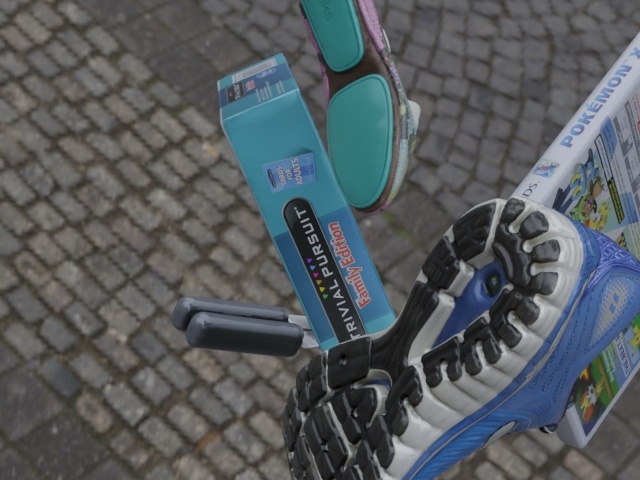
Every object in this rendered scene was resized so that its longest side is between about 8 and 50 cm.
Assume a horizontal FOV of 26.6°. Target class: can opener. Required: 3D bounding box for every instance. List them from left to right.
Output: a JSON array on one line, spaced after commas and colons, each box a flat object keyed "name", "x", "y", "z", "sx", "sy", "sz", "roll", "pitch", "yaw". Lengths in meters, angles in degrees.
[{"name": "can opener", "x": -0.051, "y": 0.097, "z": 1.668, "sx": 0.280, "sy": 0.093, "sz": 0.074, "roll": 5, "pitch": 24, "yaw": -38}]

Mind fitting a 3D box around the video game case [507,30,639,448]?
[{"name": "video game case", "x": 0.287, "y": 0.000, "z": 1.311, "sx": 0.036, "sy": 0.329, "sz": 0.300, "roll": 23, "pitch": 63, "yaw": 38}]

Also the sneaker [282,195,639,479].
[{"name": "sneaker", "x": 0.094, "y": 0.107, "z": 0.909, "sx": 0.147, "sy": 0.330, "sz": 0.130, "roll": 13, "pitch": 47, "yaw": -34}]

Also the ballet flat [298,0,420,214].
[{"name": "ballet flat", "x": 0.038, "y": -0.127, "z": 1.086, "sx": 0.079, "sy": 0.077, "sz": 0.221, "roll": 4, "pitch": 68, "yaw": -54}]

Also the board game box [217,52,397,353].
[{"name": "board game box", "x": 0.000, "y": 0.000, "z": 1.321, "sx": 0.079, "sy": 0.336, "sz": 0.254, "roll": -23, "pitch": 15, "yaw": 2}]
